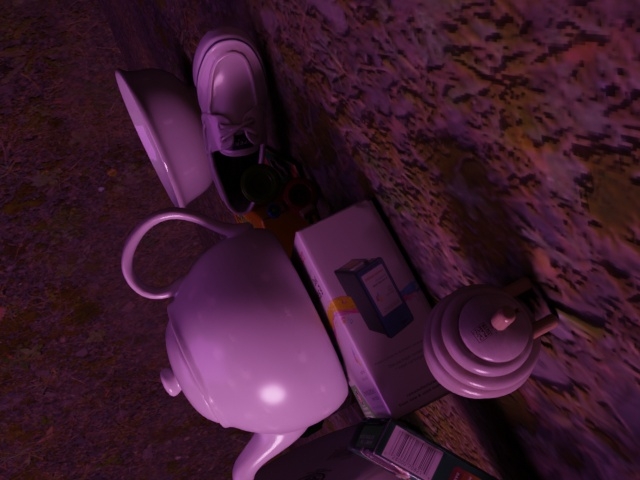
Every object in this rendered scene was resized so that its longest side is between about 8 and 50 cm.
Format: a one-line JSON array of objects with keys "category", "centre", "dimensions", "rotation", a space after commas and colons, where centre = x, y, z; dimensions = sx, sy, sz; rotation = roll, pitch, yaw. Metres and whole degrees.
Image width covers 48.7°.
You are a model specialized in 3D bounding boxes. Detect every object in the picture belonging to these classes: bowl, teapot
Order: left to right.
[{"category": "bowl", "centre": [-0.276, -0.214, 1.376], "dimensions": [0.298, 0.134, 0.298], "rotation": [57, 165, 25]}, {"category": "teapot", "centre": [-0.097, 0.116, 0.810], "dimensions": [0.252, 0.187, 0.256], "rotation": [75, 168, -55]}]

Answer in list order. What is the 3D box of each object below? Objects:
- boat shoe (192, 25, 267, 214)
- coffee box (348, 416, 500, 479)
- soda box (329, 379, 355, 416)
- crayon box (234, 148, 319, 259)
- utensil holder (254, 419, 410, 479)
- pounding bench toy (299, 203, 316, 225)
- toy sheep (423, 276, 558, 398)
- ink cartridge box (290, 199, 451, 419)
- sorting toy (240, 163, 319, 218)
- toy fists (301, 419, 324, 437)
[{"category": "boat shoe", "centre": [-0.103, -0.141, 0.896], "dimensions": [0.258, 0.095, 0.084], "rotation": [87, 167, -48]}, {"category": "coffee box", "centre": [0.124, 0.231, 0.680], "dimensions": [0.184, 0.040, 0.113], "rotation": [30, 163, -3]}, {"category": "soda box", "centre": [-0.015, 0.209, 1.288], "dimensions": [0.216, 0.069, 0.074], "rotation": [58, 165, 28]}, {"category": "crayon box", "centre": [-0.049, 0.023, 1.065], "dimensions": [0.202, 0.081, 0.319], "rotation": [37, 149, 63]}, {"category": "utensil holder", "centre": [0.061, 0.492, 0.975], "dimensions": [0.385, 0.327, 0.327], "rotation": [66, 166, 0]}, {"category": "pounding bench toy", "centre": [0.000, 0.000, 0.897], "dimensions": [0.083, 0.052, 0.065], "rotation": [61, 166, 14]}, {"category": "toy sheep", "centre": [0.118, 0.071, 0.510], "dimensions": [0.091, 0.091, 0.132], "rotation": [58, 165, 25]}, {"category": "ink cartridge box", "centre": [0.053, 0.081, 0.762], "dimensions": [0.212, 0.093, 0.154], "rotation": [64, 168, 11]}, {"category": "sorting toy", "centre": [-0.054, -0.058, 0.908], "dimensions": [0.042, 0.102, 0.061], "rotation": [144, 143, -83]}, {"category": "toy fists", "centre": [-0.091, 0.214, 1.216], "dimensions": [0.279, 0.096, 0.142], "rotation": [60, 170, -1]}]
